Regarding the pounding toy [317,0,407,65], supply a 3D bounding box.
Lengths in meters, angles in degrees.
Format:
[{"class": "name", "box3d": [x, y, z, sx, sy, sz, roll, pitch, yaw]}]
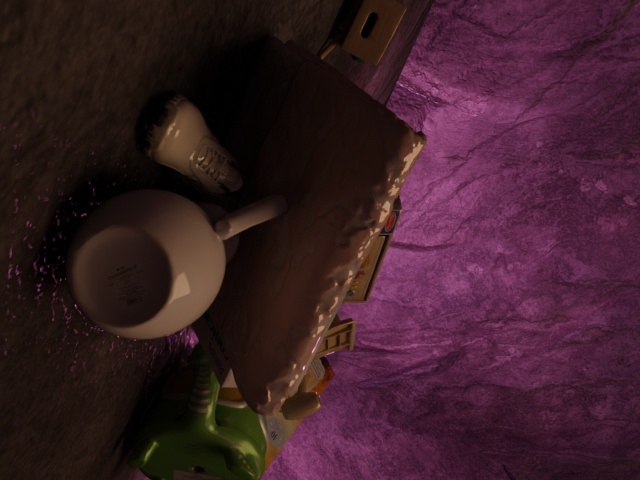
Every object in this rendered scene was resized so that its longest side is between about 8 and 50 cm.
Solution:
[{"class": "pounding toy", "box3d": [0.068, -0.367, 1.173, 0.141, 0.100, 0.130, -62, -169, 20]}]

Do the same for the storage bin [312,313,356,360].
[{"class": "storage bin", "box3d": [-0.032, 0.107, 1.445, 0.123, 0.262, 0.260, -21, 159, -8]}]

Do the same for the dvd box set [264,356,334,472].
[{"class": "dvd box set", "box3d": [-0.140, 0.381, 1.787, 0.420, 0.062, 0.308, -47, 121, -43]}]

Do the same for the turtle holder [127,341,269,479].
[{"class": "turtle holder", "box3d": [-0.221, 0.324, 1.222, 0.227, 0.243, 0.320, -82, 152, -47]}]

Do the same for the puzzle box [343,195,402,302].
[{"class": "puzzle box", "box3d": [0.027, 0.031, 1.693, 0.409, 0.272, 0.052, 102, -16, -52]}]

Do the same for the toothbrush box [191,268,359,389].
[{"class": "toothbrush box", "box3d": [-0.065, 0.021, 0.918, 0.216, 0.126, 0.295, 51, -58, 48]}]

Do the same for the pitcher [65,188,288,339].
[{"class": "pitcher", "box3d": [-0.120, 0.004, 0.609, 0.177, 0.125, 0.207, -26, -176, 7]}]

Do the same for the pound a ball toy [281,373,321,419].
[{"class": "pound a ball toy", "box3d": [-0.116, 0.236, 1.407, 0.135, 0.208, 0.319, -21, -170, -7]}]

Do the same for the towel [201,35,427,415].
[{"class": "towel", "box3d": [-0.049, -0.034, 0.754, 0.332, 0.053, 0.317, -63, -143, 21]}]

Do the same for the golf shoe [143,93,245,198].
[{"class": "golf shoe", "box3d": [-0.111, -0.083, 0.654, 0.069, 0.086, 0.176, -61, 174, -5]}]
